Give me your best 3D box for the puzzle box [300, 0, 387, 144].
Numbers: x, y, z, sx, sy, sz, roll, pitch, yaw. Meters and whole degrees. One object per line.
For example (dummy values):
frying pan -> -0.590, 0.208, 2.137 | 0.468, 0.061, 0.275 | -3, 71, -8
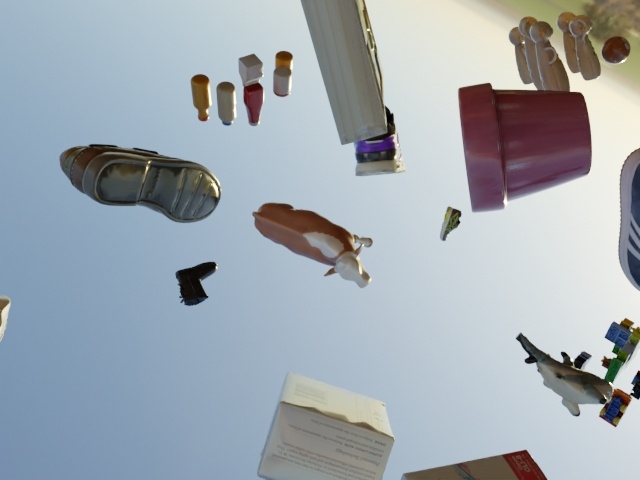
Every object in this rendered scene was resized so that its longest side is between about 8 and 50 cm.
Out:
puzzle box -> 0.022, -0.297, 0.788 | 0.052, 0.272, 0.409 | -14, -159, 10

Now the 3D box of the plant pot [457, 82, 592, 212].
plant pot -> 0.313, -0.151, 1.009 | 0.180, 0.201, 0.201 | -7, -162, 13

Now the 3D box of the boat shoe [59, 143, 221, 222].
boat shoe -> -0.289, -0.107, 1.094 | 0.104, 0.111, 0.307 | 28, -175, 28

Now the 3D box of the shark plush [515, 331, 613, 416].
shark plush -> 0.359, 0.197, 0.978 | 0.161, 0.073, 0.067 | 30, -125, 15

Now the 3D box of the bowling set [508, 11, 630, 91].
bowling set -> 0.497, -0.400, 1.305 | 0.287, 0.199, 0.154 | -91, -22, -69

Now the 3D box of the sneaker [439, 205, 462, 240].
sneaker -> 0.266, -0.030, 1.329 | 0.035, 0.083, 0.031 | 14, -139, 9

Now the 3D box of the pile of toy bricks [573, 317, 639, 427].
pile of toy bricks -> 0.490, 0.190, 1.052 | 0.118, 0.212, 0.105 | 34, -134, 31

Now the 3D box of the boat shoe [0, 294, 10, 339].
boat shoe -> -0.769, 0.190, 1.539 | 0.066, 0.063, 0.184 | 3, -158, -28

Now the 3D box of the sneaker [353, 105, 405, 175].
sneaker -> 0.119, -0.207, 1.333 | 0.102, 0.146, 0.293 | -5, -174, 5

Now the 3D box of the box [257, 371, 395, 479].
box -> 0.008, 0.307, 1.023 | 0.181, 0.119, 0.181 | 18, -177, 0

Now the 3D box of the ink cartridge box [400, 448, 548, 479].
ink cartridge box -> 0.181, 0.345, 0.761 | 0.176, 0.128, 0.127 | -3, -143, -20

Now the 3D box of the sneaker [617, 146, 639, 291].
sneaker -> 0.567, -0.001, 1.048 | 0.099, 0.282, 0.153 | -24, -152, -7

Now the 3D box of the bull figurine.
bull figurine -> 0.000, 0.000, 1.389 | 0.310, 0.101, 0.188 | 29, -172, 25

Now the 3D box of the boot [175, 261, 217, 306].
boot -> -0.316, 0.113, 1.701 | 0.121, 0.045, 0.099 | -15, -124, -18

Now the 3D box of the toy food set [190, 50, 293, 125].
toy food set -> -0.151, -0.314, 1.392 | 0.232, 0.104, 0.111 | -25, -122, -23
